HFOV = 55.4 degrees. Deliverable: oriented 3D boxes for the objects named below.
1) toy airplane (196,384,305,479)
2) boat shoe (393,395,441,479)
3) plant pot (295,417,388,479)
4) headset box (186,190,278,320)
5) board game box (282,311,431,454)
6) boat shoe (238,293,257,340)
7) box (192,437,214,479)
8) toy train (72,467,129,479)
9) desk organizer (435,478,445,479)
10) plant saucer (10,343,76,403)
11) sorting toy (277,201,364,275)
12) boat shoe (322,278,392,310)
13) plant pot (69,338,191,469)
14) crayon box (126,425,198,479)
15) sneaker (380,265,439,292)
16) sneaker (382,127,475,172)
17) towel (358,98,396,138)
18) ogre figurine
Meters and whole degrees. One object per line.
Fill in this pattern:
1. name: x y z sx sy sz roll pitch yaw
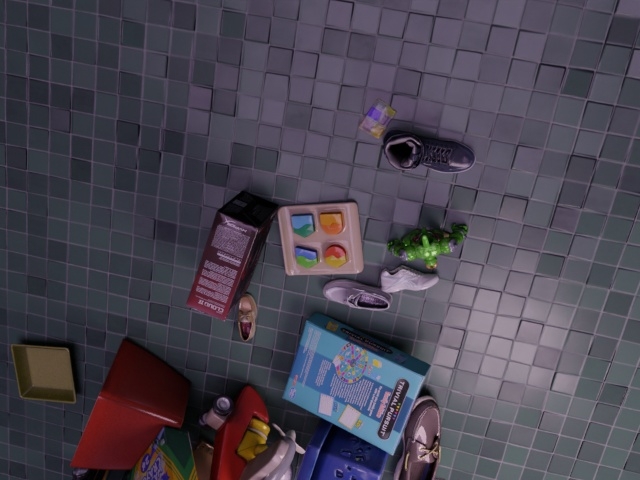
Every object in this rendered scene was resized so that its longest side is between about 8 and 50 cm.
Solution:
1. toy airplane: -0.197 0.624 1.616 0.273 0.386 0.384 19 93 -22
2. boat shoe: 0.278 0.580 1.669 0.117 0.096 0.324 0 112 -21
3. plant pot: 0.060 0.623 1.674 0.212 0.236 0.235 20 110 10
4. headset box: -0.223 0.046 1.534 0.110 0.218 0.293 23 109 2
5. board game box: 0.090 0.377 1.624 0.336 0.079 0.253 23 111 16
6. boat shoe: -0.202 0.214 1.676 0.050 0.045 0.135 -1 108 10
7. box: -0.326 0.701 1.802 0.201 0.021 0.164 40 83 -23
8. toy train: -0.682 0.856 1.926 0.191 0.142 0.333 -5 107 1
9. desk organizer: 0.337 0.759 1.761 0.047 0.050 0.130 1 108 9
10. plant saucer: -0.824 0.393 1.840 0.189 0.045 0.188 3 108 9
11. sorting toy: 0.000 0.000 1.576 0.209 0.038 0.192 -4 107 11
12. boat shoe: 0.095 0.150 1.595 0.184 0.063 0.066 14 110 5
13. plant pot: -0.516 0.486 1.719 0.236 0.267 0.267 23 110 -13
14. crayon box: -0.390 0.660 1.525 0.083 0.323 0.203 26 108 -34
15. sneaker: 0.227 0.096 1.562 0.152 0.053 0.061 -6 104 12
16. sneaker: 0.251 -0.195 1.406 0.226 0.163 0.086 14 108 3
17. towel: 0.138 -0.292 1.473 0.060 0.009 0.083 35 110 -2
18. ogre figurine: 0.260 0.010 1.493 0.197 0.118 0.096 6 109 8
